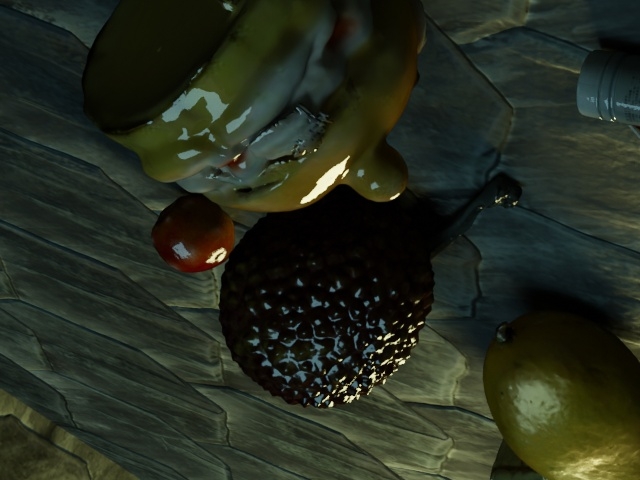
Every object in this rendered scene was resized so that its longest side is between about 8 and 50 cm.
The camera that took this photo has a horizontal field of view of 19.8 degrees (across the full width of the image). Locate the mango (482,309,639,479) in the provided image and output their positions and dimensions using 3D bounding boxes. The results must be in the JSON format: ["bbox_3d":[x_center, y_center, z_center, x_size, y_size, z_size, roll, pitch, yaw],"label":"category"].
[{"bbox_3d":[0.292,0.191,2.075,0.176,0.119,0.317,-29,122,13],"label":"mango"}]

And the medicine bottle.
[{"bbox_3d":[0.263,-0.123,1.502,0.091,0.058,0.058,13,157,28],"label":"medicine bottle"}]

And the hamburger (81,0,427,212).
[{"bbox_3d":[-0.034,-0.142,1.512,0.237,0.276,0.276,34,158,-28],"label":"hamburger"}]

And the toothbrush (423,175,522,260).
[{"bbox_3d":[0.145,-0.013,1.944,0.031,0.030,0.297,18,160,-11],"label":"toothbrush"}]

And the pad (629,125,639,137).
[{"bbox_3d":[0.349,-0.014,1.609,0.232,0.004,0.156,42,-168,-37],"label":"pad"}]

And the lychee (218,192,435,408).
[{"bbox_3d":[0.010,0.059,1.991,0.236,0.236,0.271,34,136,-24],"label":"lychee"}]

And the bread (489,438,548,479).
[{"bbox_3d":[0.314,0.269,2.277,0.106,0.140,0.236,34,156,-17],"label":"bread"}]

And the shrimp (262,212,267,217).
[{"bbox_3d":[0.000,0.000,2.130,0.161,0.034,0.091,17,157,23],"label":"shrimp"}]

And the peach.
[{"bbox_3d":[-0.150,-0.005,2.206,0.101,0.100,0.100,22,159,9],"label":"peach"}]
